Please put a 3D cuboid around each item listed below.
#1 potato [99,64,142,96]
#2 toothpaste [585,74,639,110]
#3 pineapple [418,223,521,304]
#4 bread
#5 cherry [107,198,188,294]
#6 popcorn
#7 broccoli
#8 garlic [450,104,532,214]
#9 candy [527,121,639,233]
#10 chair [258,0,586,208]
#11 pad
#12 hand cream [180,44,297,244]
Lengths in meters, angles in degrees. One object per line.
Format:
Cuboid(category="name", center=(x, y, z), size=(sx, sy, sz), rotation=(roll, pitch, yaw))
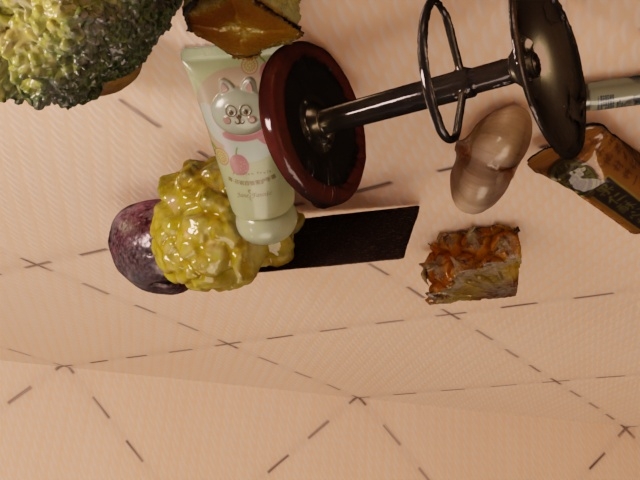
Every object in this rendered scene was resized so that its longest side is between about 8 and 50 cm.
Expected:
Cuboid(category="potato", center=(-0.331, -0.241, 1.139), size=(0.200, 0.081, 0.164), rotation=(13, 155, -27))
Cuboid(category="toothpaste", center=(0.449, -0.201, 1.156), size=(0.239, 0.039, 0.062), rotation=(-5, 160, 16))
Cuboid(category="pineapple", center=(0.307, 0.051, 1.694), size=(0.236, 0.114, 0.186), rotation=(-21, 146, 40))
Cuboid(category="bread", center=(-0.096, -0.274, 1.029), size=(0.128, 0.069, 0.140), rotation=(-16, 154, 41))
Cuboid(category="cherry", center=(-0.296, 0.008, 1.607), size=(0.195, 0.195, 0.195), rotation=(3, 157, 1))
Cuboid(category="popcorn", center=(-0.159, -0.035, 1.436), size=(0.259, 0.259, 0.212), rotation=(-9, 119, 28))
Cuboid(category="broccoli", center=(-0.287, -0.271, 0.944), size=(0.243, 0.247, 0.263), rotation=(44, 101, -12))
Cuboid(category="garlic", center=(0.248, -0.124, 1.285), size=(0.099, 0.124, 0.174), rotation=(20, 130, 0))
Cuboid(category="candy", center=(0.446, -0.094, 1.343), size=(0.271, 0.101, 0.143), rotation=(25, 143, -30))
Cuboid(category="chair", center=(0.092, -0.165, 1.063), size=(0.401, 0.227, 0.226), rotation=(-11, 153, 34))
Cuboid(category="pad", center=(0.000, 0.000, 1.532), size=(0.330, 0.220, 0.004), rotation=(-6, 114, 17))
Cuboid(category="hand cream", center=(-0.095, -0.135, 1.243), size=(0.147, 0.093, 0.306), rotation=(-2, 124, 11))
